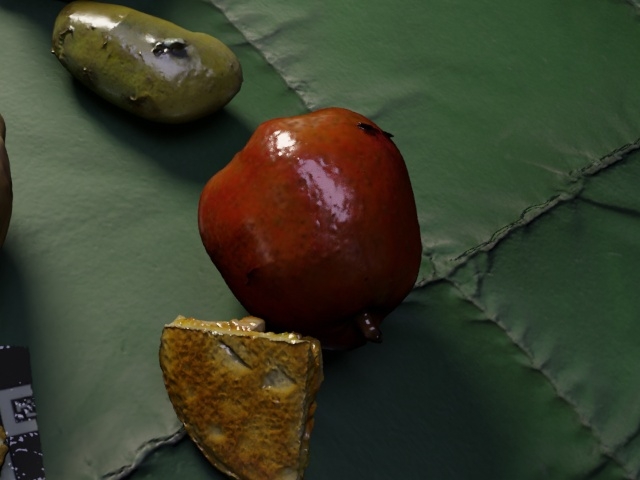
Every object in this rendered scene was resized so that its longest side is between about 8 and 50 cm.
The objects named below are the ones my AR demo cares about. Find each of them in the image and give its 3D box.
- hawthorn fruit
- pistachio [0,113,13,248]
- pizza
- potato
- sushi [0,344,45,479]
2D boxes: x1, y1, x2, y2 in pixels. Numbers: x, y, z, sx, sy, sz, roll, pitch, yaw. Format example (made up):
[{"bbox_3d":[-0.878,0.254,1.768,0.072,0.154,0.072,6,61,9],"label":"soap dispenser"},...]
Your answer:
[{"bbox_3d":[0.000,0.000,0.816,0.185,0.185,0.202,-13,62,-24],"label":"hawthorn fruit"},{"bbox_3d":[-0.337,-0.012,0.735,0.182,0.162,0.293,11,48,29],"label":"pistachio"},{"bbox_3d":[-0.047,0.120,0.770,0.175,0.134,0.046,62,21,6],"label":"pizza"},{"bbox_3d":[-0.168,-0.171,0.936,0.188,0.085,0.105,25,52,6],"label":"potato"},{"bbox_3d":[-0.288,0.160,0.699,0.193,0.040,0.210,-1,56,-21],"label":"sushi"}]
